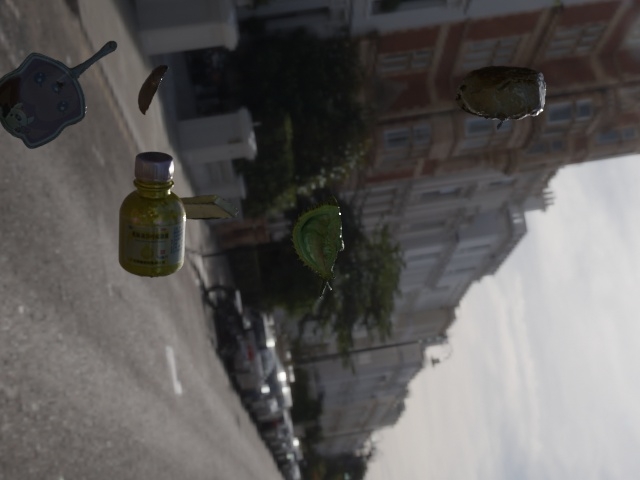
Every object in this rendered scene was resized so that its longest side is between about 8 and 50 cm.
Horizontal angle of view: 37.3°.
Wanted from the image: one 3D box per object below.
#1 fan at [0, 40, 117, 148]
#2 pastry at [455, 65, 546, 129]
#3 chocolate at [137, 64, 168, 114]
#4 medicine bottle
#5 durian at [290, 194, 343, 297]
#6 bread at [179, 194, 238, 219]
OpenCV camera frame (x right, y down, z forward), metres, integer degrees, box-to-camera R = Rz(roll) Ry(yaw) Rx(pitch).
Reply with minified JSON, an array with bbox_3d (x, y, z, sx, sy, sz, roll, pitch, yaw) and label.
[{"bbox_3d":[-0.407,-0.243,1.483,0.132,0.220,0.009,54,-6,-34],"label":"fan"},{"bbox_3d":[0.304,-0.249,1.590,0.153,0.153,0.081,-106,-176,-64],"label":"pastry"},{"bbox_3d":[-0.327,-0.293,1.822,0.101,0.031,0.064,-51,-163,46],"label":"chocolate"},{"bbox_3d":[-0.304,-0.051,1.723,0.122,0.122,0.212,-107,-159,-65],"label":"medicine bottle"},{"bbox_3d":[0.000,0.000,1.715,0.100,0.086,0.215,54,-31,41],"label":"durian"},{"bbox_3d":[-0.250,-0.070,2.015,0.068,0.153,0.028,35,63,-42],"label":"bread"}]
